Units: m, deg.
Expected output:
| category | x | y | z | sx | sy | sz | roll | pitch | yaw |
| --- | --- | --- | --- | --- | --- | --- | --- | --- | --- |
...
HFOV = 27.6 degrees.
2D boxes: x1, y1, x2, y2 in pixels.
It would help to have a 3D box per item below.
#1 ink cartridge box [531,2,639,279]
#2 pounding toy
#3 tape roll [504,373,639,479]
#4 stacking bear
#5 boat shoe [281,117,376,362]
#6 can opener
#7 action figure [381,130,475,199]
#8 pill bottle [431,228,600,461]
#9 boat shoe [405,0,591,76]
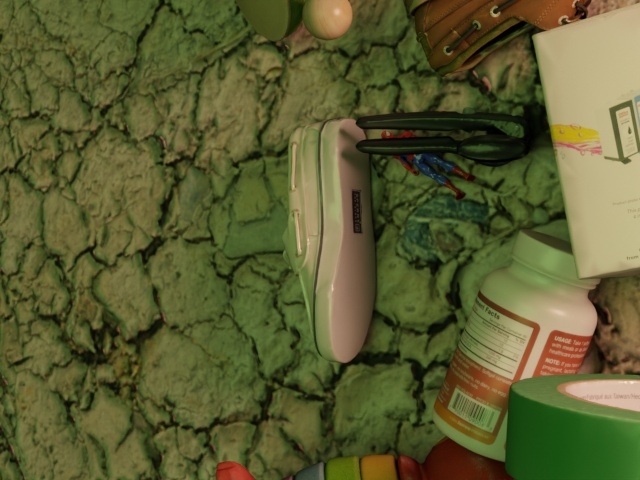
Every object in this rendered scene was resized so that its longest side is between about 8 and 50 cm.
| category | x | y | z | sx | sy | sz | roll | pitch | yaw |
| --- | --- | --- | --- | --- | --- | --- | --- | --- | --- |
| ink cartridge box | 0.319 | -0.092 | 1.211 | 0.168 | 0.171 | 0.232 | -12 | 84 | 28 |
| pounding toy | -0.024 | -0.319 | 1.423 | 0.237 | 0.110 | 0.183 | 30 | 142 | 60 |
| tape roll | 0.322 | 0.173 | 1.124 | 0.321 | 0.321 | 0.077 | 4 | 91 | 28 |
| stacking bear | 0.062 | 0.282 | 1.327 | 0.289 | 0.175 | 0.164 | -16 | 64 | 5 |
| boat shoe | 0.000 | 0.000 | 1.428 | 0.088 | 0.096 | 0.267 | -4 | 87 | 32 |
| can opener | 0.127 | -0.112 | 1.356 | 0.186 | 0.073 | 0.059 | 7 | 86 | 15 |
| action figure | 0.111 | -0.087 | 1.405 | 0.115 | 0.030 | 0.038 | 36 | 111 | 26 |
| pill bottle | 0.203 | 0.104 | 1.303 | 0.121 | 0.121 | 0.216 | 26 | 102 | 26 |
| boat shoe | 0.232 | -0.257 | 1.302 | 0.307 | 0.111 | 0.104 | -21 | 84 | 37 |
